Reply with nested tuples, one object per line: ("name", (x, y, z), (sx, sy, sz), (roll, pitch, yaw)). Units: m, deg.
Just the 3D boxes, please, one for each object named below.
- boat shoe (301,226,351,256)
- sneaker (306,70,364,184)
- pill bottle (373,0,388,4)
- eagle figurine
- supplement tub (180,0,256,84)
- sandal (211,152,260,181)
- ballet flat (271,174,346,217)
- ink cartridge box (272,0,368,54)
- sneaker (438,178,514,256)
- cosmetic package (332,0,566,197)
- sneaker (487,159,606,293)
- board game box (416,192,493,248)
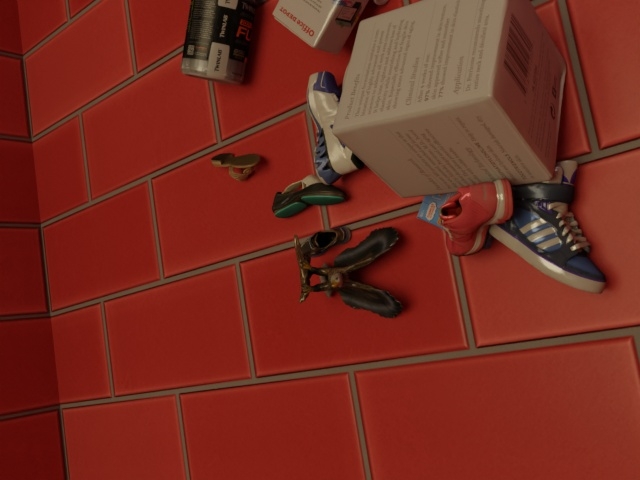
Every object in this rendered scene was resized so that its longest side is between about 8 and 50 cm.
("boat shoe", (0.000, 0.000, 2.063), (0.183, 0.066, 0.066), (-26, 73, 36))
("sneaker", (0.076, -0.325, 1.983), (0.182, 0.127, 0.315), (-11, 81, 29))
("pill bottle", (0.145, -0.713, 1.954), (0.065, 0.065, 0.116), (-52, 59, 27))
("eagle figurine", (0.084, 0.099, 1.948), (0.298, 0.225, 0.226), (-6, 130, 11))
("supplement tub", (-0.322, -0.681, 2.247), (0.207, 0.207, 0.338), (18, 101, 38))
("sandal", (-0.264, -0.234, 2.297), (0.240, 0.088, 0.079), (13, 129, 46))
("ballet flat", (-0.042, -0.141, 2.088), (0.280, 0.095, 0.096), (-13, 70, 39))
("ink cartridge box", (0.022, -0.686, 1.935), (0.201, 0.117, 0.278), (45, 116, 30))
("sneaker", (0.328, -0.058, 1.630), (0.314, 0.136, 0.116), (112, 158, -64))
("cosmetic package", (0.298, -0.327, 1.594), (0.394, 0.327, 0.329), (-5, 62, 39))
("sneaker", (0.540, -0.056, 1.577), (0.323, 0.130, 0.236), (39, 114, 35))
("board game box", (0.361, -0.093, 1.784), (0.211, 0.039, 0.160), (28, 108, 35))
